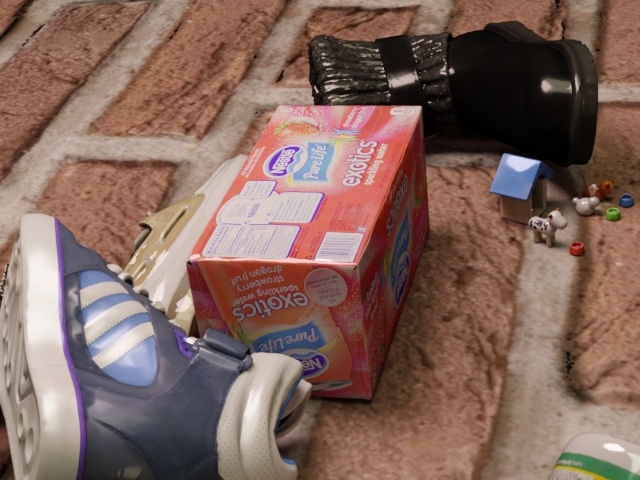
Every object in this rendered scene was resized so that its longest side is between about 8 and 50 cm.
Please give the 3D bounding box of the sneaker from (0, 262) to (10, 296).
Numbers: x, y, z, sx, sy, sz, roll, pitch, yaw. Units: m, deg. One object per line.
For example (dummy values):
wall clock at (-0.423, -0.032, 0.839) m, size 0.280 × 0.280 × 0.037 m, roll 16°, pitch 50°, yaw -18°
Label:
sneaker at (-0.306, 0.041, 1.369) m, size 0.032 × 0.037 × 0.083 m, roll 5°, pitch 34°, yaw 15°

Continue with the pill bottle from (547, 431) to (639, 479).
pill bottle at (0.157, 0.230, 0.821) m, size 0.118 × 0.117 × 0.208 m, roll 20°, pitch 73°, yaw 36°

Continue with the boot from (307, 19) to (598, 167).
boot at (0.133, -0.153, 1.509) m, size 0.260 × 0.131 × 0.348 m, roll -6°, pitch 17°, yaw -11°

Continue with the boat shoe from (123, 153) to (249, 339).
boat shoe at (-0.126, 0.007, 1.320) m, size 0.103 × 0.113 × 0.302 m, roll 8°, pitch 34°, yaw 12°

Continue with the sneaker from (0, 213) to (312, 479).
sneaker at (-0.132, 0.103, 1.130) m, size 0.236 × 0.130 × 0.323 m, roll 7°, pitch 32°, yaw -21°

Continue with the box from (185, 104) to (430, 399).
box at (0.000, 0.000, 1.278) m, size 0.154 × 0.142 × 0.300 m, roll 2°, pitch 31°, yaw 14°

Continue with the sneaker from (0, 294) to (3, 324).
sneaker at (-0.370, 0.093, 1.195) m, size 0.228 × 0.087 × 0.130 m, roll -18°, pitch 75°, yaw -21°

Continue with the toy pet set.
toy pet set at (0.240, -0.052, 1.397) m, size 0.114 × 0.065 × 0.122 m, roll 16°, pitch 37°, yaw 32°
